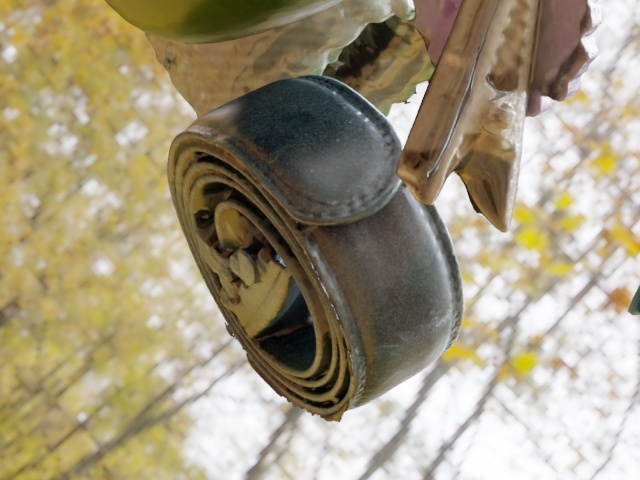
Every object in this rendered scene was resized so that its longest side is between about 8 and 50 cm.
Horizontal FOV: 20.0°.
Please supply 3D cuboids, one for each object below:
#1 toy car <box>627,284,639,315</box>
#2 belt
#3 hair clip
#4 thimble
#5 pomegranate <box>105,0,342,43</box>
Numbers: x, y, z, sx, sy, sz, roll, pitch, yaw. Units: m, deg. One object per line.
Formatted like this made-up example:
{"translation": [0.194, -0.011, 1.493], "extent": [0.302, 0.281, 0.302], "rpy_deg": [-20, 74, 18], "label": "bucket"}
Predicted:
{"translation": [0.325, 0.016, 1.430], "extent": [0.126, 0.098, 0.161], "rpy_deg": [40, -52, 38], "label": "toy car"}
{"translation": [0.000, 0.000, 1.122], "extent": [0.206, 0.116, 0.267], "rpy_deg": [61, -19, -1], "label": "belt"}
{"translation": [0.094, -0.150, 0.877], "extent": [0.106, 0.084, 0.292], "rpy_deg": [25, -72, 43], "label": "hair clip"}
{"translation": [-0.013, -0.164, 1.319], "extent": [0.150, 0.219, 0.219], "rpy_deg": [57, -25, 20], "label": "thimble"}
{"translation": [-0.058, -0.270, 1.052], "extent": [0.216, 0.358, 0.310], "rpy_deg": [-10, -76, 25], "label": "pomegranate"}
